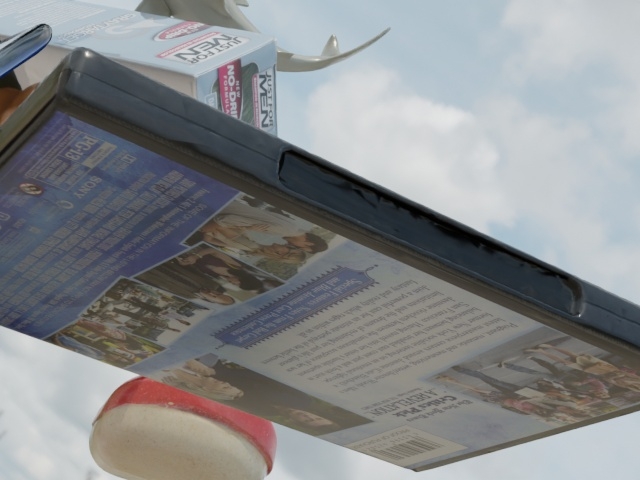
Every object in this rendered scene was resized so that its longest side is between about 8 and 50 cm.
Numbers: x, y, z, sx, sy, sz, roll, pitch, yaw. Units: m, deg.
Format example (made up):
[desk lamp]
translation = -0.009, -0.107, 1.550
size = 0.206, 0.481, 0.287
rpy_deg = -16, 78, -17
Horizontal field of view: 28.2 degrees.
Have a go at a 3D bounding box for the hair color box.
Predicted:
[hair color box]
translation = -0.216, -0.105, 1.128
size = 0.375, 0.114, 0.185
rpy_deg = 15, -59, 30

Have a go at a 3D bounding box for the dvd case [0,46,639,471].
[dvd case]
translation = -0.011, 0.026, 0.462
size = 0.253, 0.022, 0.180
rpy_deg = 24, -30, -25

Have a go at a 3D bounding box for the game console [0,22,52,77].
[game console]
translation = -0.315, -0.060, 0.563
size = 0.293, 0.173, 0.250
rpy_deg = -19, -40, 27

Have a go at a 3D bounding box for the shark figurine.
[shark figurine]
translation = -0.080, -0.236, 1.303
size = 0.278, 0.166, 0.116
rpy_deg = 33, -30, -8

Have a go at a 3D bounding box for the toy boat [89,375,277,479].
[toy boat]
translation = -0.109, 0.142, 1.102
size = 0.151, 0.151, 0.231
rpy_deg = 20, -16, -9
